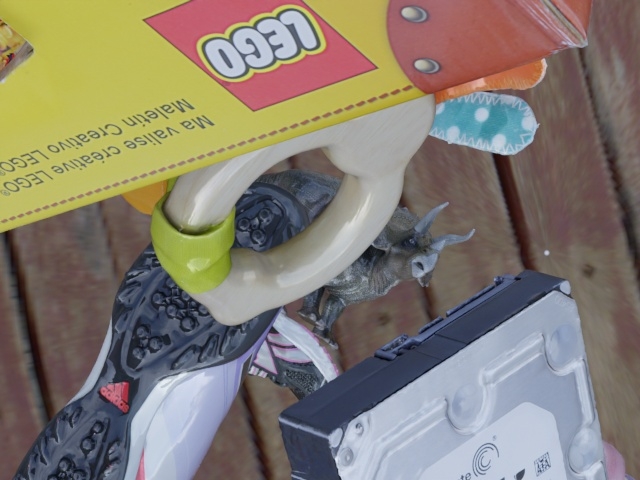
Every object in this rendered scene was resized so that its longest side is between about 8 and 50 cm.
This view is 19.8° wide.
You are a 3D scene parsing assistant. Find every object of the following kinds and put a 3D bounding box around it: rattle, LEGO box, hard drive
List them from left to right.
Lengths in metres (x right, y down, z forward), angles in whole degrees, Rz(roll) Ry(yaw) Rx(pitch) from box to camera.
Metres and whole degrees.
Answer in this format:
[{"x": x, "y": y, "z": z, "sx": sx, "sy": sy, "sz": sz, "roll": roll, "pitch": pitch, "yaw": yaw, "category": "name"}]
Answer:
[{"x": -0.131, "y": -0.202, "z": 0.720, "sx": 0.500, "sy": 0.193, "sz": 0.372, "roll": -15, "pitch": 50, "yaw": 39, "category": "LEGO box"}, {"x": -0.007, "y": -0.062, "z": 0.896, "sx": 0.200, "sy": 0.143, "sz": 0.130, "roll": -41, "pitch": 127, "yaw": 0, "category": "rattle"}, {"x": 0.110, "y": 0.218, "z": 1.282, "sx": 0.237, "sy": 0.064, "sz": 0.339, "roll": -29, "pitch": 116, "yaw": -34, "category": "hard drive"}]

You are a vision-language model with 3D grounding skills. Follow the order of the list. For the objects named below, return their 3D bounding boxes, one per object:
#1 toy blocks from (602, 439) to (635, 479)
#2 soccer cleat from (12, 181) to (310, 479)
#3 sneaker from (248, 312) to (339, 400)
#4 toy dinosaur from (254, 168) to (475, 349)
[{"x": 0.250, "y": 0.316, "z": 1.662, "sx": 0.309, "sy": 0.260, "sz": 0.288, "roll": -2, "pitch": 59, "yaw": 30, "category": "toy blocks"}, {"x": -0.103, "y": 0.098, "z": 1.309, "sx": 0.108, "sy": 0.116, "sz": 0.318, "roll": 36, "pitch": 97, "yaw": 24, "category": "soccer cleat"}, {"x": -0.057, "y": 0.087, "z": 1.539, "sx": 0.077, "sy": 0.072, "sz": 0.178, "roll": -45, "pitch": 115, "yaw": -15, "category": "sneaker"}, {"x": 0.000, "y": 0.000, "z": 1.805, "sx": 0.313, "sy": 0.121, "sz": 0.160, "roll": 30, "pitch": 79, "yaw": 35, "category": "toy dinosaur"}]
